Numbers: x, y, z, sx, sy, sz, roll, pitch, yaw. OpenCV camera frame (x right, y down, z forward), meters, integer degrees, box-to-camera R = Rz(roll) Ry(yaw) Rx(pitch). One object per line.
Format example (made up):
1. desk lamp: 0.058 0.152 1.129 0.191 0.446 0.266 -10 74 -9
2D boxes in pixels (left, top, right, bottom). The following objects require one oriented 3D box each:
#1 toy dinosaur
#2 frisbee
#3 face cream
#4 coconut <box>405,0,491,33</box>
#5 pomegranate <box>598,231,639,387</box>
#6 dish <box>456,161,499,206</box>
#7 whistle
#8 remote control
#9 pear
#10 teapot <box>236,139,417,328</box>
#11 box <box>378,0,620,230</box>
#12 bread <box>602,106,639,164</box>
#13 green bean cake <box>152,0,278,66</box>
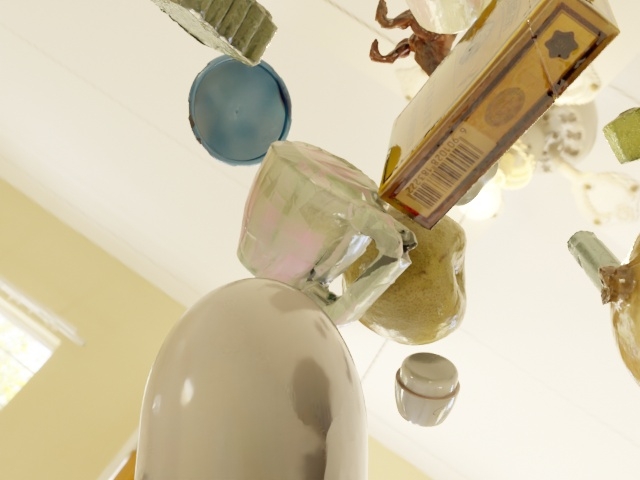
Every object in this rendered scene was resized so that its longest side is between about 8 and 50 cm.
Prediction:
1. toy dinosaur: 0.194 -0.385 1.423 0.208 0.432 0.097 5 -22 12
2. frisbee: -0.173 -0.277 1.556 0.242 0.242 0.045 52 -20 -24
3. face cream: 0.190 0.266 1.305 0.117 0.117 0.104 19 -63 28
4. coconut: 0.204 -0.426 1.184 0.147 0.147 0.153 15 -15 32
5. pomegranate: 0.317 0.057 0.591 0.196 0.196 0.196 26 -32 18
6. dish: 0.285 -0.192 1.614 0.229 0.229 0.081 31 -4 10
7. whistle: 0.487 0.060 1.226 0.062 0.312 0.062 1 -70 2
8. remote control: -0.038 0.188 0.487 0.103 0.332 0.221 -13 -23 32
9. pear: 0.128 0.055 1.178 0.211 0.228 0.188 -1 -26 20
10. teapot: 0.003 -0.004 0.903 0.222 0.163 0.178 32 -72 8
11. box: 0.191 -0.178 0.835 0.084 0.193 0.301 31 -54 -12
12. bread: 0.709 -0.237 1.635 0.129 0.111 0.114 -19 -96 17
13. green bean cake: -0.183 -0.374 1.169 0.185 0.094 0.183 27 -3 43
